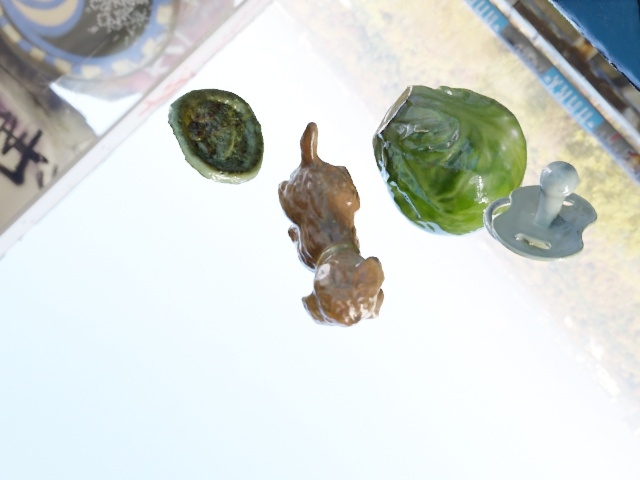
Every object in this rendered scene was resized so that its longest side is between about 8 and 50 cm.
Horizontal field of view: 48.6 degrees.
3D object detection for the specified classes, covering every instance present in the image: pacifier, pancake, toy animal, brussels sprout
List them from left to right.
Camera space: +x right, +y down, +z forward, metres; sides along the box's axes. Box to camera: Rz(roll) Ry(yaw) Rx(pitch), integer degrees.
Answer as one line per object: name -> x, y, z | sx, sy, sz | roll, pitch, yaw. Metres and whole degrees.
pancake -> -0.095, -0.100, 0.675 | 0.108, 0.017, 0.108 | 15, -119, -28
toy animal -> 0.009, -0.007, 0.771 | 0.185, 0.104, 0.184 | -98, -2, -45
brussels sprout -> 0.196, -0.123, 1.092 | 0.244, 0.244, 0.244 | 48, -172, -9
pacifier -> 0.142, -0.024, 0.453 | 0.068, 0.083, 0.064 | 23, 133, 22

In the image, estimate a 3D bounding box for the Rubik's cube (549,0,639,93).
Rubik's cube -> 0.569, -0.421, 1.044 | 0.305, 0.306, 0.310 | 53, 157, 16
